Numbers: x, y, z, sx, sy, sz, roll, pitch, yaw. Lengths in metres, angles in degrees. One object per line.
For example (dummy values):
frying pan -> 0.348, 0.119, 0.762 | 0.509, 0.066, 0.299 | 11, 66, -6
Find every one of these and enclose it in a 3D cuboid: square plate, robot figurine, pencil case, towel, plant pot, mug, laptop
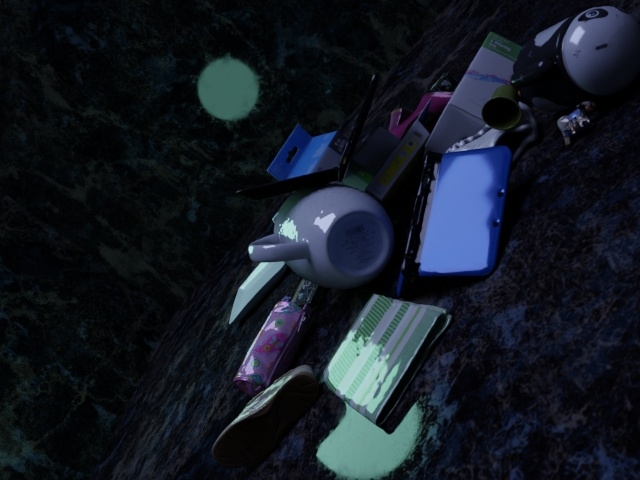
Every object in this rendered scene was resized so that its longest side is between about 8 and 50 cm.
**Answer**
square plate -> -0.237, 0.162, 2.541 | 0.344, 0.049, 0.347 | -47, 14, 14
robot figurine -> 0.506, -0.358, 1.232 | 0.209, 0.174, 0.278 | -59, 14, -9
pencil case -> -0.122, 0.295, 1.679 | 0.124, 0.124, 0.284 | -32, 22, 54
towel -> 0.119, 0.226, 1.258 | 0.248, 0.038, 0.325 | -55, 16, -10
plant pot -> 0.396, -0.294, 1.332 | 0.083, 0.083, 0.079 | -36, 20, 46
mug -> 0.000, 0.000, 1.585 | 0.374, 0.276, 0.328 | -10, 9, -15
laptop -> -0.026, -0.270, 1.727 | 0.382, 0.236, 0.407 | -47, -22, -89

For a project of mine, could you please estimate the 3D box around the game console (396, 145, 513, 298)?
game console -> 0.276, -0.030, 1.299 | 0.250, 0.173, 0.293 | 83, -159, -66

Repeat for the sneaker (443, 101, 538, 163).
sneaker -> 0.367, -0.185, 1.400 | 0.292, 0.110, 0.118 | -45, 24, 25

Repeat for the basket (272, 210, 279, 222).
basket -> -0.093, -0.080, 2.467 | 0.113, 0.167, 0.103 | -48, 9, 14

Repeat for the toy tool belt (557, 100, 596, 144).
toy tool belt -> 0.501, -0.224, 1.190 | 0.083, 0.052, 0.051 | -41, 48, 48

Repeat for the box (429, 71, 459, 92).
box -> 0.443, -0.556, 2.213 | 0.083, 0.052, 0.062 | -49, 13, 4

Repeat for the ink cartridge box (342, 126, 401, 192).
ink cartridge box -> 0.146, -0.206, 1.840 | 0.160, 0.093, 0.219 | -49, -9, -27

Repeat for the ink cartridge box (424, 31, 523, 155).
ink cartridge box -> 0.398, -0.358, 1.586 | 0.278, 0.117, 0.201 | -58, -6, -25

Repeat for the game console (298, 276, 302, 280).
game console -> -0.032, 0.064, 2.050 | 0.071, 0.107, 0.122 | 11, 45, 44

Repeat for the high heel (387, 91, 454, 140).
high heel -> 0.343, -0.364, 2.017 | 0.377, 0.127, 0.181 | -8, 73, 65

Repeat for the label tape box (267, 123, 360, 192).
label tape box -> 0.033, -0.226, 2.040 | 0.115, 0.348, 0.249 | -36, 20, 52

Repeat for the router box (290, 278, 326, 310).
router box -> -0.033, 0.162, 1.854 | 0.092, 0.038, 0.122 | -15, 35, 39

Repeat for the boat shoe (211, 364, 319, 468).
boat shoe -> -0.125, 0.407, 1.434 | 0.302, 0.109, 0.098 | -44, 9, 4

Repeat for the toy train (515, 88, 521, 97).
toy train -> 0.536, -0.390, 1.506 | 0.125, 0.046, 0.166 | -41, 16, 15

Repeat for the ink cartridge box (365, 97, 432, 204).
ink cartridge box -> 0.236, -0.215, 1.760 | 0.307, 0.072, 0.303 | -51, -10, -4
